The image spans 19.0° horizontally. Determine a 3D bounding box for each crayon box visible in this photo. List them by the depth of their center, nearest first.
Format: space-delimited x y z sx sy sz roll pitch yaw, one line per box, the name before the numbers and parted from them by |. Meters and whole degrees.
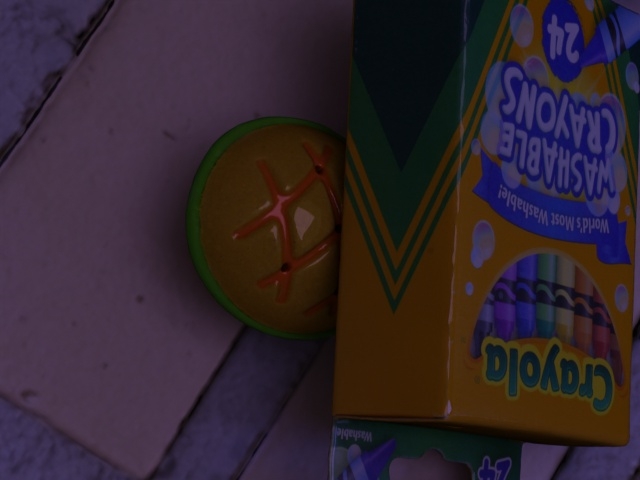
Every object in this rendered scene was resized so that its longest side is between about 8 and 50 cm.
crayon box | 0.102 0.003 1.111 0.203 0.083 0.323 14 77 -51

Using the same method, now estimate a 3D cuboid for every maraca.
maraca | 0.000 0.000 1.123 0.185 0.099 0.127 24 80 -32
